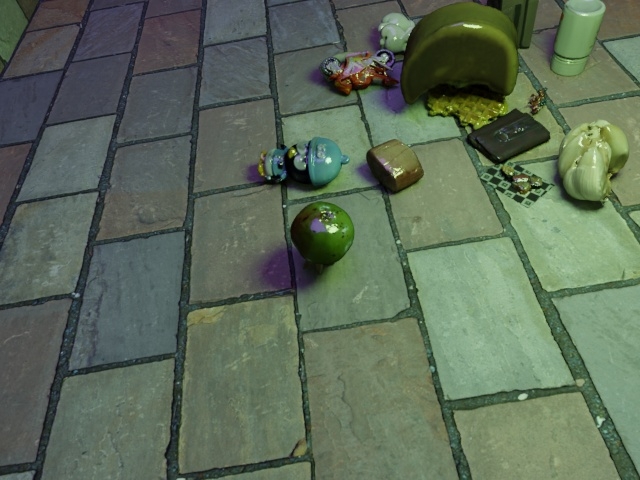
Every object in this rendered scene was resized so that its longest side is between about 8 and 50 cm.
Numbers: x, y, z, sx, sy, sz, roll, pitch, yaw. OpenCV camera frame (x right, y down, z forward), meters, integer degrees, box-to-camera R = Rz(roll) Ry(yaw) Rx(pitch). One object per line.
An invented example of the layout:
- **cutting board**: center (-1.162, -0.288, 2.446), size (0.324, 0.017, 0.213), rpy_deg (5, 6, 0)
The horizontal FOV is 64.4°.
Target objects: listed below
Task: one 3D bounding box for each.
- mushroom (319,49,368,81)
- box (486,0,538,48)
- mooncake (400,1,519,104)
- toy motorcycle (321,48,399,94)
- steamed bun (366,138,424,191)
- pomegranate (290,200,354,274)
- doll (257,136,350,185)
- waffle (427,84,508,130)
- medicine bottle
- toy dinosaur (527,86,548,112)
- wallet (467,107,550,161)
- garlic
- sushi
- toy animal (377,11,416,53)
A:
- **mushroom**: center (0.102, -0.737, 2.110), size (0.223, 0.092, 0.081), rpy_deg (-27, 9, -16)
- **box**: center (0.765, -0.927, 2.055), size (0.153, 0.252, 0.188), rpy_deg (-8, 51, 4)
- **mooncake**: center (0.494, -0.629, 1.799), size (0.394, 0.393, 0.246), rpy_deg (25, 51, -23)
- **toy motorcycle**: center (0.157, -0.670, 2.026), size (0.299, 0.089, 0.170), rpy_deg (-8, 79, 0)
- **steamed bun**: center (0.247, -0.247, 1.682), size (0.145, 0.106, 0.175), rpy_deg (-28, 66, -20)
- **pomegranate**: center (0.000, 0.000, 1.436), size (0.182, 0.224, 0.181), rpy_deg (8, 48, -9)
- **doll**: center (-0.055, -0.266, 1.720), size (0.315, 0.141, 0.177), rpy_deg (-1, 63, 15)
- **waffle**: center (0.537, -0.521, 1.885), size (0.282, 0.058, 0.300), rpy_deg (-28, 52, -12)
- **medicine bottle**: center (0.944, -0.749, 1.882), size (0.145, 0.252, 0.144), rpy_deg (-4, 47, 4)
- **toy dinosaur**: center (0.791, -0.510, 1.836), size (0.055, 0.049, 0.154), rpy_deg (39, 60, -5)
- **wallet**: center (0.641, -0.360, 1.741), size (0.229, 0.049, 0.182), rpy_deg (-27, 53, -12)
- **garlic**: center (0.807, -0.257, 1.537), size (0.185, 0.203, 0.281), rpy_deg (20, 58, 46)
- **sushi**: center (0.622, -0.199, 1.623), size (0.139, 0.031, 0.201), rpy_deg (-37, 54, -19)
- **toy animal**: center (0.332, -0.880, 2.170), size (0.179, 0.127, 0.193), rpy_deg (-8, 48, 0)
